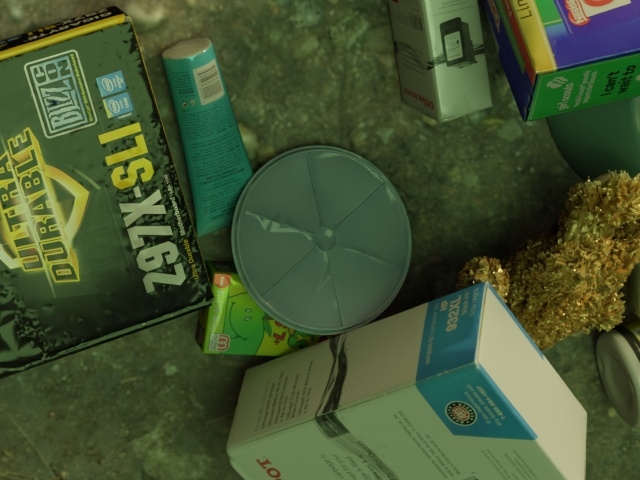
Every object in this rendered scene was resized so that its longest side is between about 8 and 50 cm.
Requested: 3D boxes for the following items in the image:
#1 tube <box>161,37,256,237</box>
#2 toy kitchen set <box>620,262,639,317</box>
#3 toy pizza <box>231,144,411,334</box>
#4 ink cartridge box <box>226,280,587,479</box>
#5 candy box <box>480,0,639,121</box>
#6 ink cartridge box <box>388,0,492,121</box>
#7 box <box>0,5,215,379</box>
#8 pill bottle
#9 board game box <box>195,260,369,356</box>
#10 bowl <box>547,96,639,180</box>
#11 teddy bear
[{"bbox_3d":[-0.113,-0.104,1.737,0.080,0.052,0.207,-16,116,-6],"label":"tube"},{"bbox_3d":[0.387,0.044,1.910,0.075,0.083,0.068,-9,110,-14],"label":"toy kitchen set"},{"bbox_3d":[0.000,0.000,1.781,0.201,0.032,0.201,2,84,-19],"label":"toy pizza"},{"bbox_3d":[0.092,0.201,1.761,0.307,0.129,0.223,-22,124,28],"label":"ink cartridge box"},{"bbox_3d":[0.317,-0.285,1.669,0.317,0.122,0.268,-14,67,-3],"label":"candy box"},{"bbox_3d":[0.120,-0.209,1.737,0.063,0.109,0.150,-16,111,-14],"label":"ink cartridge box"},{"bbox_3d":[-0.272,-0.046,1.691,0.257,0.079,0.322,-19,111,-12],"label":"box"},{"bbox_3d":[0.434,0.128,1.933,0.208,0.119,0.119,-18,111,-10],"label":"pill bottle"},{"bbox_3d":[-0.038,0.076,1.816,0.181,0.043,0.092,4,106,-18],"label":"board game box"},{"bbox_3d":[0.411,-0.168,1.809,0.311,0.163,0.311,-5,108,-14],"label":"bowl"},{"bbox_3d":[0.247,0.058,1.807,0.338,0.113,0.245,-36,154,2],"label":"teddy bear"}]
